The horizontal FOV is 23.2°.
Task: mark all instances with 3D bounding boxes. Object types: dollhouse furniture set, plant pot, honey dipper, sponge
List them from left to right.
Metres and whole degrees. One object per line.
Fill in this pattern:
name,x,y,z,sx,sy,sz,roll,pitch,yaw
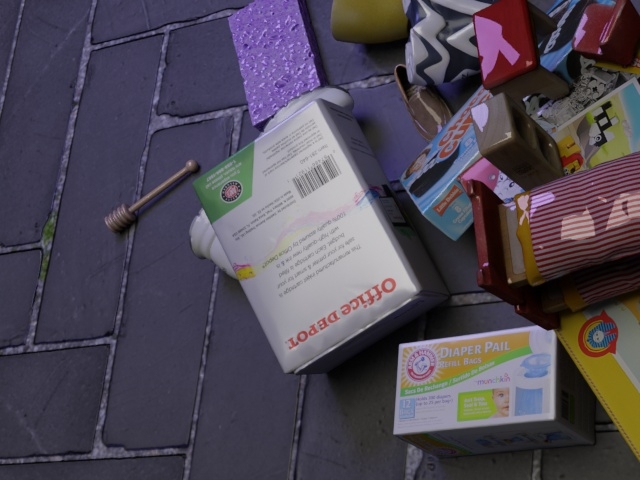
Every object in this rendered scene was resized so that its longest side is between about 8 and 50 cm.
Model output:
honey dipper,-0.240,-0.067,2.229,0.161,0.030,0.030,-37,52,14
sponge,-0.061,-0.262,2.191,0.117,0.031,0.210,-29,54,22
plant pot,0.084,-0.316,2.061,0.095,0.134,0.134,19,79,16
dollhouse furniture set,0.253,-0.117,1.551,0.201,0.152,0.374,-22,57,27

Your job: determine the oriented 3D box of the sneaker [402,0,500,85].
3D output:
sneaker,0.183,-0.314,1.969,0.153,0.094,0.234,-2,80,-5

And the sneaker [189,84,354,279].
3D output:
sneaker,-0.041,-0.069,2.053,0.129,0.111,0.297,40,99,27

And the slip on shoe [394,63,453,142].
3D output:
slip on shoe,0.132,-0.176,2.000,0.051,0.041,0.135,-34,52,18

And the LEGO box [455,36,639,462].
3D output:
LEGO box,0.426,0.023,1.588,0.372,0.193,0.500,-40,51,13

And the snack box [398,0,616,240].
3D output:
snack box,0.230,-0.155,1.847,0.322,0.060,0.187,-48,14,7

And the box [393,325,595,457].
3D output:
box,0.194,0.171,1.745,0.203,0.103,0.114,-11,63,32

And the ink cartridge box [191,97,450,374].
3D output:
ink cartridge box,0.000,0.000,1.907,0.201,0.117,0.278,-33,73,18
